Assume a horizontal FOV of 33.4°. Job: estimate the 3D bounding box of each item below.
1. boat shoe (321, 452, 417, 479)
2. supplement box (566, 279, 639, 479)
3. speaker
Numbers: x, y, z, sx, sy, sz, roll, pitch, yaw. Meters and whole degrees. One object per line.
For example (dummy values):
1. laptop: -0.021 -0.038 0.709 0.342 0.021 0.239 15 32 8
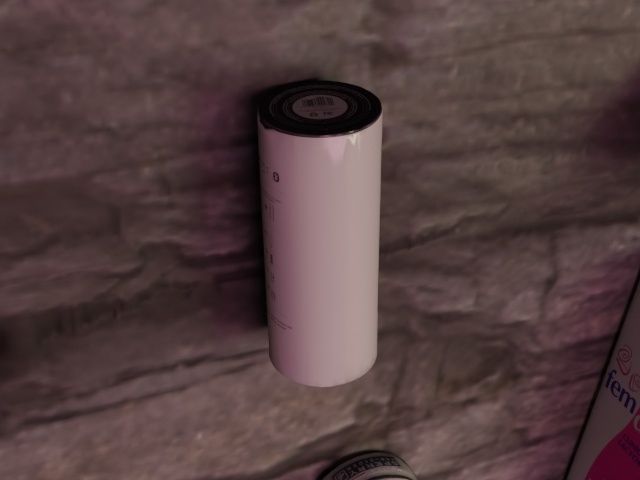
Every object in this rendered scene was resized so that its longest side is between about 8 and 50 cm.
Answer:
1. boat shoe: 0.043 0.252 0.650 0.096 0.088 0.268 -10 124 -21
2. supplement box: 0.243 0.120 0.652 0.114 0.111 0.220 -2 120 -25
3. speaker: 0.000 0.000 0.487 0.055 0.055 0.136 -14 125 -19
